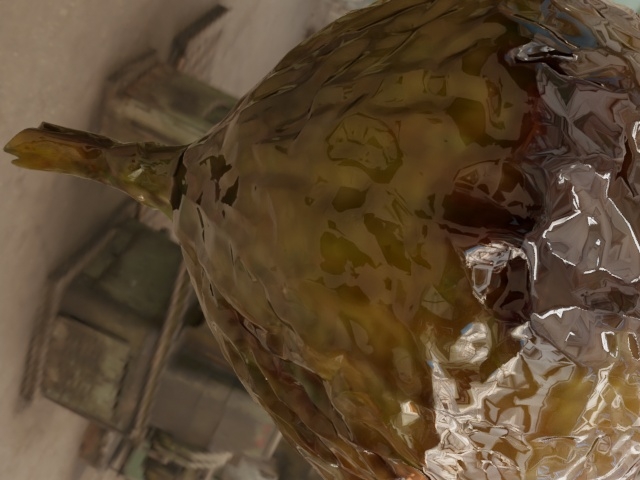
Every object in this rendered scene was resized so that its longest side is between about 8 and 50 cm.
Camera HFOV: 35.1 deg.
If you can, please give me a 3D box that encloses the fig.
[{"bbox_3d":[0.000,0.000,0.525,0.286,0.369,0.286,7,90,-76],"label":"fig"}]
